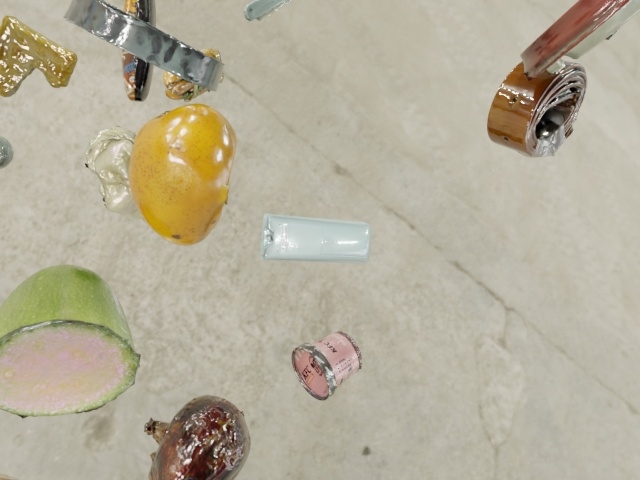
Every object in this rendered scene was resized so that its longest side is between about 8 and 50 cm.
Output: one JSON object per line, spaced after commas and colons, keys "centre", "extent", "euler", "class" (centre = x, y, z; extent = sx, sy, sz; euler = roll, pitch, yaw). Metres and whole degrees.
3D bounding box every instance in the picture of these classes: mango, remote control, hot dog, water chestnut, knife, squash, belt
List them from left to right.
{"centre": [-0.555, 0.164, 1.309], "extent": [0.310, 0.310, 0.309], "euler": [12, 37, -32], "class": "squash"}
{"centre": [-0.262, -0.116, 1.147], "extent": [0.190, 0.291, 0.160], "euler": [9, 31, -7], "class": "mango"}
{"centre": [-0.365, 0.585, 1.727], "extent": [0.302, 0.350, 0.350], "euler": [31, 45, 12], "class": "water chestnut"}
{"centre": [-0.336, -0.443, 1.648], "extent": [0.072, 0.109, 0.269], "euler": [9, 35, 19], "class": "hot dog"}
{"centre": [-0.104, -0.542, 1.386], "extent": [0.162, 0.023, 0.044], "euler": [-35, 111, -18], "class": "knife"}
{"centre": [-0.001, 0.000, 1.411], "extent": [0.293, 0.051, 0.103], "euler": [3, 91, -32], "class": "remote control"}
{"centre": [0.438, -0.266, 1.225], "extent": [0.105, 0.184, 0.261], "euler": [24, 36, 34], "class": "belt"}

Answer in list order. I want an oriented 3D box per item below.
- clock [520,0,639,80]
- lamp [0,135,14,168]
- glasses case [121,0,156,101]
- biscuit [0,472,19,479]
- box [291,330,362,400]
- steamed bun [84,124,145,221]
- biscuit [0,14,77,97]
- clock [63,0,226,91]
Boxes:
{"centre": [0.461, -0.373, 0.980], "extent": [0.080, 0.318, 0.318], "euler": [49, 45, 1], "class": "clock"}
{"centre": [-0.948, -0.257, 1.778], "extent": [0.105, 0.105, 0.105], "euler": [19, 54, -28], "class": "lamp"}
{"centre": [-0.467, -0.520, 1.572], "extent": [0.082, 0.122, 0.321], "euler": [3, 103, -12], "class": "glasses case"}
{"centre": [-0.745, 0.481, 1.247], "extent": [0.309, 0.204, 0.040], "euler": [46, 51, -50], "class": "biscuit"}
{"centre": [0.022, 0.317, 1.586], "extent": [0.135, 0.151, 0.151], "euler": [-24, 79, -32], "class": "box"}
{"centre": [-0.517, -0.211, 1.783], "extent": [0.280, 0.207, 0.268], "euler": [26, 42, -66], "class": "steamed bun"}
{"centre": [-0.628, -0.373, 1.329], "extent": [0.183, 0.174, 0.039], "euler": [27, 21, -1], "class": "biscuit"}
{"centre": [-0.332, -0.386, 1.191], "extent": [0.312, 0.061, 0.312], "euler": [26, 11, -6], "class": "clock"}
